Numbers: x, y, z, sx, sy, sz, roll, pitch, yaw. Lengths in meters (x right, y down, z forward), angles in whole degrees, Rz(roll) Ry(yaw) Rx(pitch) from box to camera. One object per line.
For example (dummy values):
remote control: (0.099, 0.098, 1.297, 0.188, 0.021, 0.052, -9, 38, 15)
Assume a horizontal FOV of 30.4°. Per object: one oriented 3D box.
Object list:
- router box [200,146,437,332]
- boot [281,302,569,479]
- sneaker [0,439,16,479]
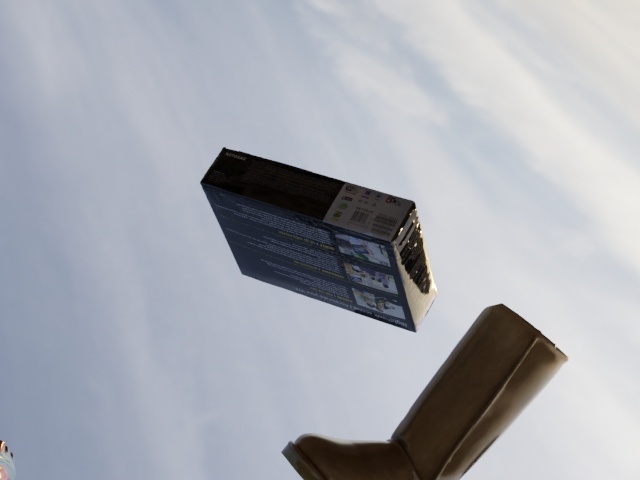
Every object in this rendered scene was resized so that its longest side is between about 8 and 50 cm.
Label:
router box: (0.000, 0.000, 0.970, 0.179, 0.133, 0.046, 18, -120, 25)
boot: (0.111, 0.172, 1.231, 0.236, 0.269, 0.089, 38, -179, -45)
sneaker: (-0.223, 0.152, 0.543, 0.104, 0.125, 0.262, -1, 171, 9)
